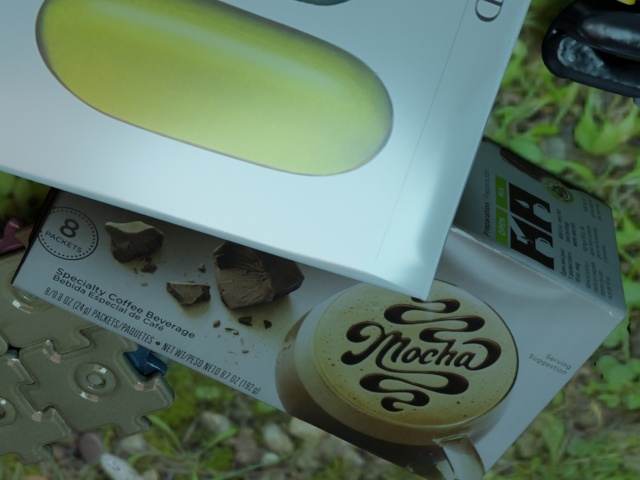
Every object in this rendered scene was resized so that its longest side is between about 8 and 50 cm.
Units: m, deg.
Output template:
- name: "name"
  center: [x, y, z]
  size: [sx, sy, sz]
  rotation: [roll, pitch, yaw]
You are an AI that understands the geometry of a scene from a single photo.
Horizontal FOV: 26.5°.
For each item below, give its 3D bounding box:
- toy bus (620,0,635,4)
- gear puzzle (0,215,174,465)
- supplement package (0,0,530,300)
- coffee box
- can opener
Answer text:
- name: "toy bus"
  center: [0.211, -0.158, 0.629]
  size: [0.211, 0.220, 0.149]
  rotation: [26, 115, 25]
- name: "gear puzzle"
  center: [-0.269, 0.087, 0.912]
  size: [0.339, 0.044, 0.175]
  rotation: [-17, 122, 20]
- name: "supplement package"
  center: [-0.066, -0.121, 0.552]
  size: [0.263, 0.198, 0.199]
  rotation: [18, 96, -11]
- name: "coffee box"
  center: [0.000, 0.000, 0.775]
  size: [0.297, 0.119, 0.168]
  rotation: [27, 123, -12]
- name: "can opener"
  center: [0.208, -0.091, 0.733]
  size: [0.186, 0.073, 0.059]
  rotation: [13, 117, -14]
